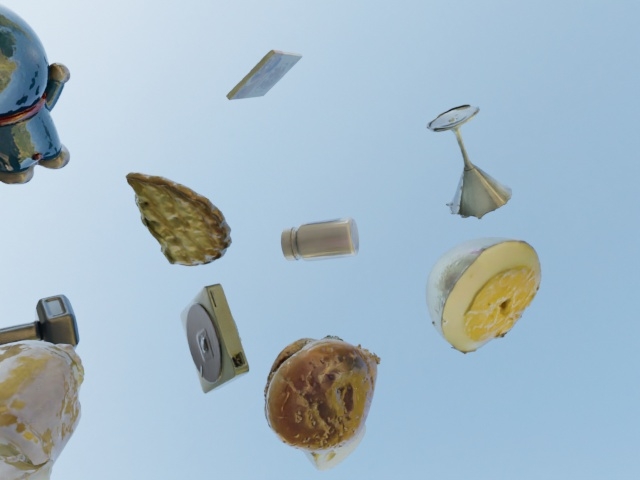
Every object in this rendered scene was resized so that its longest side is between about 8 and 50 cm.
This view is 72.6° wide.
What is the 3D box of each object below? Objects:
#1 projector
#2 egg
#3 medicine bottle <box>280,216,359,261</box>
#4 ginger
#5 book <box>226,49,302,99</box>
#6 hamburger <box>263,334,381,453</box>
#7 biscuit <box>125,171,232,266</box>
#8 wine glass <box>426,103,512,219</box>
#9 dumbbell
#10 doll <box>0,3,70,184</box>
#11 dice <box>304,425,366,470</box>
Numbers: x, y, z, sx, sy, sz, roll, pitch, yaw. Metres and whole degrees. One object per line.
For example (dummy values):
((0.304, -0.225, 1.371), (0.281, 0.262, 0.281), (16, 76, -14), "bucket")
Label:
((-0.303, 0.282, 1.242), (0.259, 0.079, 0.257), (-40, -113, 46), "projector")
((0.407, 0.118, 1.185), (0.337, 0.201, 0.337), (-11, -63, -21), "egg")
((0.000, 0.000, 1.122), (0.186, 0.103, 0.103), (-7, -82, 17), "medicine bottle")
((-0.312, 0.195, 0.409), (0.152, 0.267, 0.138), (-1, -66, -13), "ginger")
((-0.176, -0.541, 1.427), (0.208, 0.295, 0.020), (-37, -83, 24), "book")
((0.007, 0.334, 0.960), (0.146, 0.286, 0.243), (-15, -83, 59), "hamburger")
((-0.412, -0.045, 1.254), (0.329, 0.078, 0.335), (31, -45, -3), "biscuit")
((0.341, -0.186, 1.014), (0.156, 0.156, 0.232), (-18, -63, 21), "wine glass")
((-0.745, 0.233, 1.006), (0.160, 0.324, 0.144), (-34, -106, 49), "dumbbell")
((-0.251, -0.117, 0.336), (0.085, 0.114, 0.152), (34, -36, 23), "doll")
((0.012, 0.495, 1.186), (0.166, 0.169, 0.169), (39, -28, 41), "dice")
